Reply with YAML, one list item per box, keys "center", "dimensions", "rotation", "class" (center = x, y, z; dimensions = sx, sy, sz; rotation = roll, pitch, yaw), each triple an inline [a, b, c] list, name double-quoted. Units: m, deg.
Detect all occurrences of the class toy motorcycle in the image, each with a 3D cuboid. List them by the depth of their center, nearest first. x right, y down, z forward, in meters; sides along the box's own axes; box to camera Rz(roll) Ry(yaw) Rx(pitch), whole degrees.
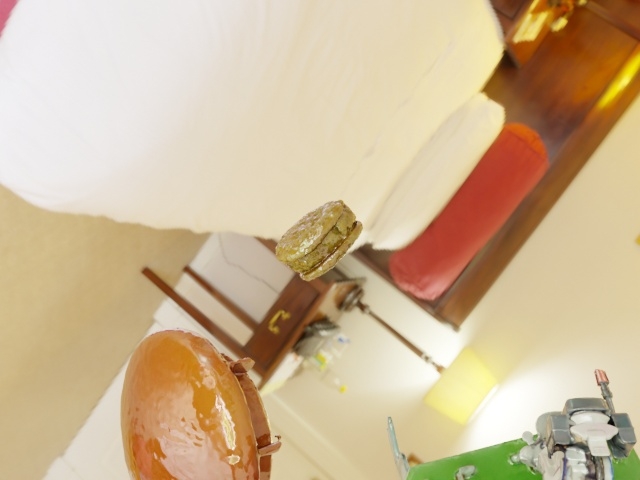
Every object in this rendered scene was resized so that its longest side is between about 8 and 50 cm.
- center: [0.281, 0.241, 0.836]
  dimensions: [0.221, 0.102, 0.150]
  rotation: [83, 10, -52]
  class: "toy motorcycle"

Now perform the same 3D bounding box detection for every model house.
- center: [0.265, 0.383, 1.084]
  dimensions: [0.300, 0.340, 0.324]
  rotation: [-13, 142, -6]
  class: "model house"

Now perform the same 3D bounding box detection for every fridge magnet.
- center: [-0.201, 0.314, 1.177]
  dimensions: [0.155, 0.364, 0.364]
  rotation: [-5, 134, -42]
  class: "fridge magnet"

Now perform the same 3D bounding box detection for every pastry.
- center: [0.000, 0.000, 0.854]
  dimensions: [0.097, 0.057, 0.109]
  rotation: [-30, -162, 37]
  class: "pastry"
